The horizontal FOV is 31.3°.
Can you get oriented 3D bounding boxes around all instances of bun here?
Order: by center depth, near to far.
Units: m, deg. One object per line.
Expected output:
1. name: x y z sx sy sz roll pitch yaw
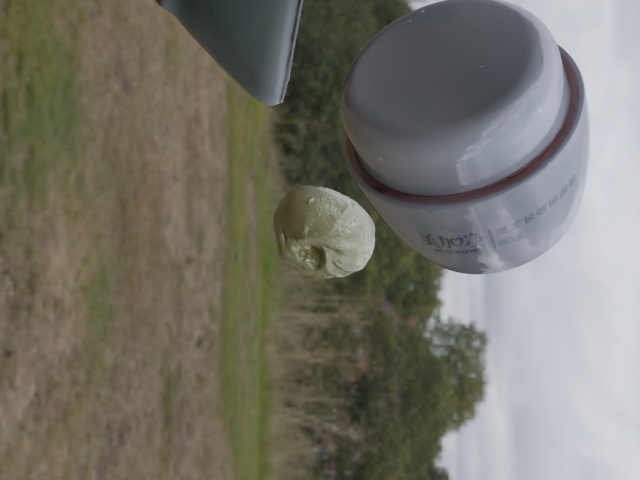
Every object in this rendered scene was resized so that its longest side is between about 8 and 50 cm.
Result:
1. bun: 0.000 0.000 0.903 0.086 0.086 0.055 87 21 -49

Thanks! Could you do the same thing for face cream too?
1. face cream: 0.071 -0.049 0.548 0.104 0.117 0.117 62 25 -47

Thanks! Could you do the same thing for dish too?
1. dish: -0.060 -0.223 0.673 0.182 0.080 0.243 -119 -143 -55
